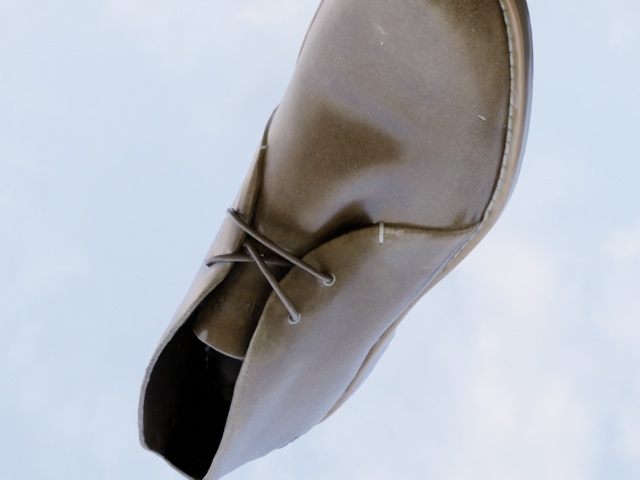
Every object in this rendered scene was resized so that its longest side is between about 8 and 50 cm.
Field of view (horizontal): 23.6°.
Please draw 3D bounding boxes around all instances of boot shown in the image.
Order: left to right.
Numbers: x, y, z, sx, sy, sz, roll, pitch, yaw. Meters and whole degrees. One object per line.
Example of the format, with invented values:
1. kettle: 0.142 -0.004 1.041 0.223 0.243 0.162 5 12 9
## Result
1. boot: 0.000 0.000 0.674 0.112 0.305 0.115 35 -139 15
